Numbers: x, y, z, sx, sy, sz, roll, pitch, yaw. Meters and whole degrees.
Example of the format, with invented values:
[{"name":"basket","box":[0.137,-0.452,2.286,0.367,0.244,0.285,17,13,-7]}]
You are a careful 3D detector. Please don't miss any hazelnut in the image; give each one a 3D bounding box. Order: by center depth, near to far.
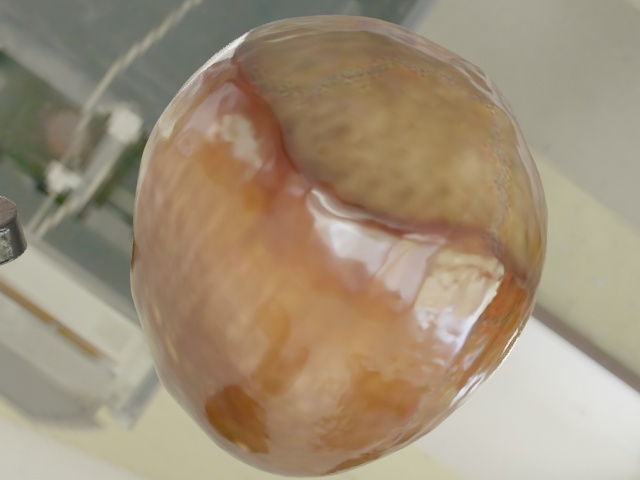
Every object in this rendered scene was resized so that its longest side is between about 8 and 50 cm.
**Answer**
[{"name":"hazelnut","box":[0.000,0.000,0.792,0.176,0.214,0.214,32,-176,-26]}]

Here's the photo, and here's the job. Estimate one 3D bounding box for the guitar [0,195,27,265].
[{"name":"guitar","box":[-0.339,0.026,1.259,0.084,0.271,0.038,23,127,57]}]
